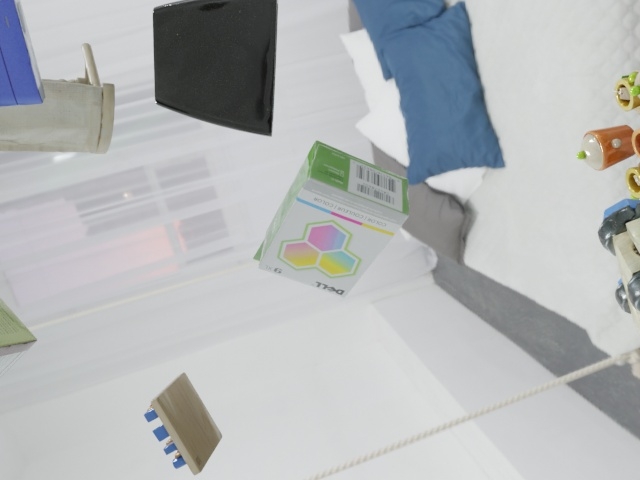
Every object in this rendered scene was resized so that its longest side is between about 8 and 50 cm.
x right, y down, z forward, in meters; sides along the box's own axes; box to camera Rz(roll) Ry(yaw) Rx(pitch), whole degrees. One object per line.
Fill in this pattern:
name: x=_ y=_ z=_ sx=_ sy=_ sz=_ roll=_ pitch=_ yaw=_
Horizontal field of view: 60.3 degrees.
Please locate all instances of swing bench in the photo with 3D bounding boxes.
swing bench: x=-0.512 y=-0.238 z=0.951 sx=0.255 sy=0.253 sz=0.165 roll=50 pitch=134 yaw=46

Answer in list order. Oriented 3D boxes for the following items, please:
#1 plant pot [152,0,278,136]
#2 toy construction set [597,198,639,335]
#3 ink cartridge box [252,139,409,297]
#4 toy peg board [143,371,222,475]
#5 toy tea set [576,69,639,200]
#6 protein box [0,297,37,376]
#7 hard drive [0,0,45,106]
plant pot: x=-0.147 y=-0.260 z=0.803 sx=0.187 sy=0.167 sz=0.188 roll=-101 pitch=13 yaw=-71
toy construction set: x=0.339 y=0.005 z=0.420 sx=0.328 sy=0.215 sz=0.151 roll=55 pitch=-157 yaw=-30
ink cartridge box: x=0.000 y=0.000 z=0.612 sx=0.209 sy=0.109 sz=0.062 roll=124 pitch=161 yaw=-44
toy peg board: x=-0.286 y=0.370 z=1.088 sx=0.161 sy=0.079 sz=0.160 roll=59 pitch=-174 yaw=-1
toy tea set: x=0.634 y=-0.227 z=1.152 sx=0.336 sy=0.124 sz=0.200 roll=69 pitch=-175 yaw=-50
protein box: x=-0.555 y=0.123 z=0.754 sx=0.200 sy=0.136 sz=0.201 roll=45 pitch=-179 yaw=6
hard drive: x=-0.524 y=-0.254 z=0.648 sx=0.040 sy=0.318 sz=0.210 roll=-118 pitch=24 yaw=-55
